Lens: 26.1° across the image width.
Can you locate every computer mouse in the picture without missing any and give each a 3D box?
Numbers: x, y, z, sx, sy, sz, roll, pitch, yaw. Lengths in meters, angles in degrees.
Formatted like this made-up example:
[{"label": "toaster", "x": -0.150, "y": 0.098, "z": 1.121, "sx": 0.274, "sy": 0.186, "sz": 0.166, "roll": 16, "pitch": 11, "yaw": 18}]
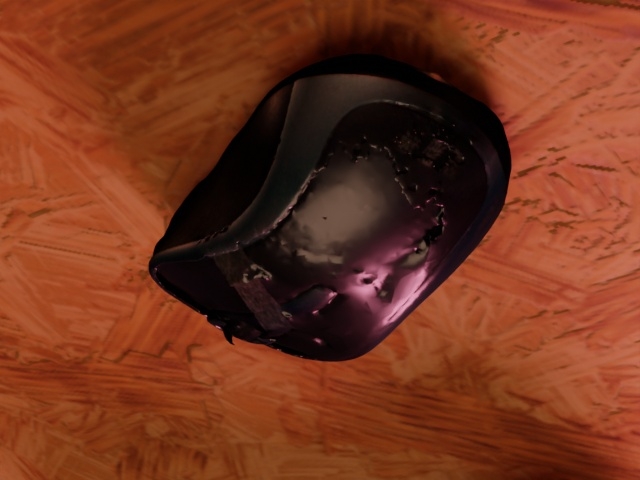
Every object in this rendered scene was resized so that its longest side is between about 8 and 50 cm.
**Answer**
[{"label": "computer mouse", "x": 0.000, "y": 0.000, "z": 0.736, "sx": 0.137, "sy": 0.096, "sz": 0.233, "roll": 31, "pitch": 136, "yaw": -15}]
